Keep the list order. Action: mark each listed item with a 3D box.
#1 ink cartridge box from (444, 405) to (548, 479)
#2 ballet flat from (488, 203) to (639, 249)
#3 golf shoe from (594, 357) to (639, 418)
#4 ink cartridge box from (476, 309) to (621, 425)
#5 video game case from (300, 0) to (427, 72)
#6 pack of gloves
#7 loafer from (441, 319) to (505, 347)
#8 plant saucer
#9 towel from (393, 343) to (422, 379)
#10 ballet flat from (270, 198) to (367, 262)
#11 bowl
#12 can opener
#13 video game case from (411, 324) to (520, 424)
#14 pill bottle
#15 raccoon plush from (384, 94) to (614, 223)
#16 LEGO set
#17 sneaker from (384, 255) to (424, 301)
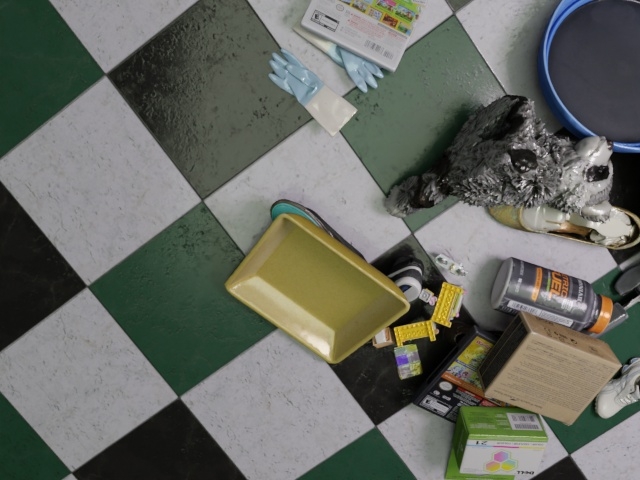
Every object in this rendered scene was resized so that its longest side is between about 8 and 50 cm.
[{"bbox_3d":[0.415,0.525,1.466,0.188,0.097,0.255,2,119,-2],"label":"ink cartridge box"},{"bbox_3d":[0.560,-0.053,1.375,0.348,0.123,0.123,13,101,-2],"label":"ballet flat"},{"bbox_3d":[0.736,0.366,1.473,0.069,0.086,0.176,31,101,-7],"label":"golf shoe"},{"bbox_3d":[0.496,0.282,1.341,0.234,0.088,0.193,21,117,-13],"label":"ink cartridge box"},{"bbox_3d":[0.100,-0.503,1.311,0.226,0.026,0.206,25,87,-4],"label":"video game case"},{"bbox_3d":[0.011,-0.377,1.359,0.232,0.046,0.195,43,98,3],"label":"pack of gloves"},{"bbox_3d":[0.398,0.257,1.455,0.220,0.078,0.080,14,101,-2],"label":"loafer"},{"bbox_3d":[-0.009,0.100,1.363,0.332,0.081,0.333,36,136,-7],"label":"plant saucer"},{"bbox_3d":[0.216,0.297,1.499,0.060,0.009,0.083,-12,101,3],"label":"towel"},{"bbox_3d":[0.000,0.000,1.398,0.280,0.096,0.095,42,113,-11],"label":"ballet flat"},{"bbox_3d":[0.647,-0.370,1.281,0.390,0.077,0.391,0,83,-2],"label":"bowl"},{"bbox_3d":[0.687,0.165,1.450,0.280,0.074,0.093,-39,64,6],"label":"can opener"},{"bbox_3d":[0.398,0.349,1.445,0.274,0.035,0.248,28,114,-15],"label":"video game case"},{"bbox_3d":[0.527,0.134,1.390,0.245,0.130,0.131,18,101,4],"label":"pill bottle"},{"bbox_3d":[0.400,-0.123,1.324,0.299,0.446,0.216,33,60,-26],"label":"raccoon plush"},{"bbox_3d":[0.256,0.172,1.447,0.132,0.107,0.287,44,107,21],"label":"LEGO set"},{"bbox_3d":[0.162,0.109,1.432,0.079,0.121,0.217,45,133,-17],"label":"sneaker"}]
